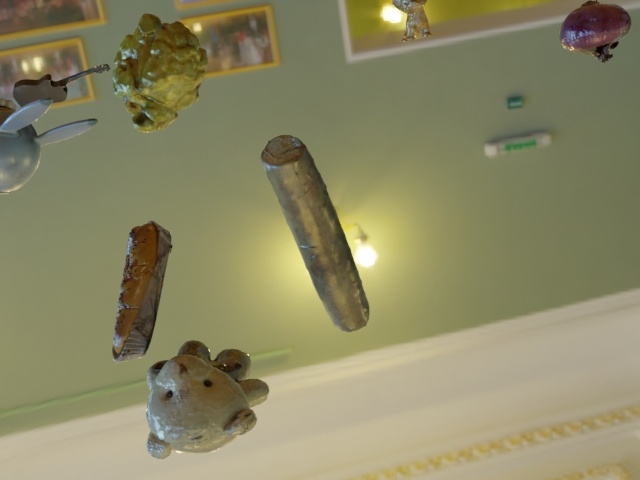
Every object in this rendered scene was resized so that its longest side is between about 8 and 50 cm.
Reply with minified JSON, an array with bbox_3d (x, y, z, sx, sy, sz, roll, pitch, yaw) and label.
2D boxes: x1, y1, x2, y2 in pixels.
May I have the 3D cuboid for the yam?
[{"bbox_3d":[0.000,0.000,1.233,0.071,0.317,0.067,-40,-139,-20],"label":"yam"}]

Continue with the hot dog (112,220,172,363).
[{"bbox_3d":[-0.295,0.080,1.512,0.069,0.131,0.252,15,-122,-17],"label":"hot dog"}]

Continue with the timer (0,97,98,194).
[{"bbox_3d":[-0.538,-0.191,1.616,0.255,0.175,0.175,-43,-166,16],"label":"timer"}]

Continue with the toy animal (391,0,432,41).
[{"bbox_3d":[0.147,-0.357,1.458,0.061,0.083,0.081,-10,-167,13],"label":"toy animal"}]

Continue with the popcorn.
[{"bbox_3d":[-0.396,-0.414,2.275,0.235,0.241,0.250,-28,169,-34],"label":"popcorn"}]

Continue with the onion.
[{"bbox_3d":[0.446,-0.337,1.504,0.115,0.104,0.115,-19,177,-1],"label":"onion"}]

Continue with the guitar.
[{"bbox_3d":[-0.572,-0.347,2.065,0.234,0.088,0.025,-17,-133,13],"label":"guitar"}]

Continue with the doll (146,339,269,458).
[{"bbox_3d":[-0.184,0.219,1.455,0.175,0.149,0.278,-19,-164,5],"label":"doll"}]
